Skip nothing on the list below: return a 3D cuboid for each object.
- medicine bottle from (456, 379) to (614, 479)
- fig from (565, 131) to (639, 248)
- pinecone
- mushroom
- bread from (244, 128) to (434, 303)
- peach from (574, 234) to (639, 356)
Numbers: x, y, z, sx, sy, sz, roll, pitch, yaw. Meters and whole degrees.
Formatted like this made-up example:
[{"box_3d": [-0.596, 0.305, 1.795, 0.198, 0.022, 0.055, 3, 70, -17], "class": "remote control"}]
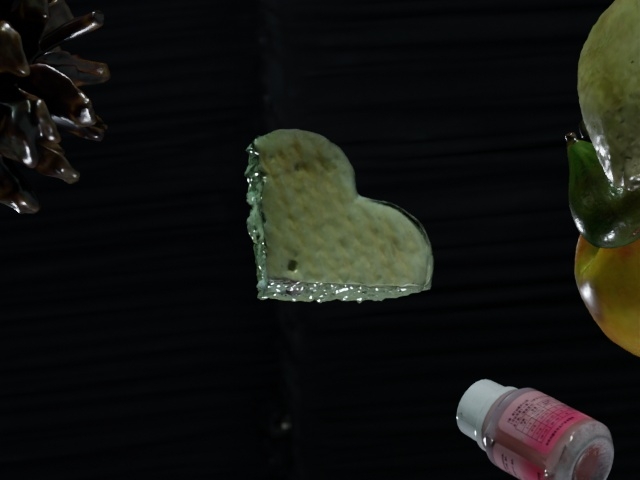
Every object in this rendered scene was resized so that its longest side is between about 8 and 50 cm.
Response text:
[{"box_3d": [0.337, 0.312, 2.100, 0.247, 0.147, 0.147, 26, 127, 47], "class": "medicine bottle"}, {"box_3d": [0.365, -0.072, 1.683, 0.117, 0.117, 0.177, 90, 165, -44], "class": "fig"}, {"box_3d": [-0.253, -0.116, 0.942, 0.229, 0.201, 0.202, 37, 159, 30], "class": "pinecone"}, {"box_3d": [0.372, -0.179, 1.316, 0.212, 0.217, 0.292, 81, -179, -68], "class": "mushroom"}, {"box_3d": [0.000, 0.000, 1.317, 0.172, 0.232, 0.064, -51, 3, -23], "class": "bread"}, {"box_3d": [0.575, 0.053, 2.109, 0.308, 0.332, 0.308, -63, 5, 11], "class": "peach"}]
